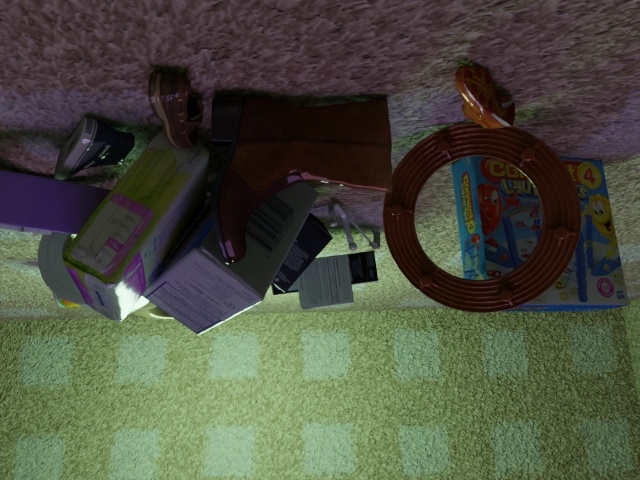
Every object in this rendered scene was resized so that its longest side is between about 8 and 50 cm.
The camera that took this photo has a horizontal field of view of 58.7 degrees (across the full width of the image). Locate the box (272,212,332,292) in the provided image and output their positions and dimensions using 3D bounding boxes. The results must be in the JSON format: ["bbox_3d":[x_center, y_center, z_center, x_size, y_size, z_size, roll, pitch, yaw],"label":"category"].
[{"bbox_3d":[-0.066,0.008,1.245,0.093,0.158,0.156,39,-174,-14],"label":"box"}]

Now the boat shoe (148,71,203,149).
[{"bbox_3d":[-0.205,-0.188,0.855,0.060,0.064,0.178,0,162,1],"label":"boat shoe"}]

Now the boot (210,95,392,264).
[{"bbox_3d":[-0.029,-0.092,0.895,0.280,0.264,0.096,1,180,-7],"label":"boot"}]

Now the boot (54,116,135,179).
[{"bbox_3d":[-0.393,-0.143,0.982,0.086,0.069,0.190,16,156,-35],"label":"boot"}]

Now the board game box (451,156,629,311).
[{"bbox_3d":[0.429,-0.014,1.126,0.308,0.302,0.086,1,164,-16],"label":"board game box"}]

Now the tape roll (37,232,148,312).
[{"bbox_3d":[-0.498,0.041,1.325,0.246,0.246,0.169,-2,164,0],"label":"tape roll"}]

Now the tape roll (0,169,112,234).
[{"bbox_3d":[-0.504,-0.069,1.056,0.275,0.090,0.275,9,180,0],"label":"tape roll"}]

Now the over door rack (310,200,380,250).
[{"bbox_3d":[0.000,0.000,1.497,0.239,0.108,0.324,-8,164,24],"label":"over door rack"}]

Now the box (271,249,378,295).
[{"bbox_3d":[0.007,0.089,1.597,0.290,0.087,0.169,-7,178,-2],"label":"box"}]

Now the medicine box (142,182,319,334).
[{"bbox_3d":[-0.178,0.009,1.103,0.149,0.263,0.289,39,142,-17],"label":"medicine box"}]

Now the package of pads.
[{"bbox_3d":[-0.307,-0.026,0.987,0.101,0.296,0.229,29,154,-1],"label":"package of pads"}]

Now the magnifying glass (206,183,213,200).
[{"bbox_3d":[-0.316,-0.092,1.272,0.231,0.026,0.092,-5,165,13],"label":"magnifying glass"}]

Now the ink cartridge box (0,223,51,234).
[{"bbox_3d":[-0.647,-0.061,1.196,0.150,0.063,0.109,11,-172,-39],"label":"ink cartridge box"}]

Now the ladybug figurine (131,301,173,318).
[{"bbox_3d":[-0.411,0.144,1.839,0.449,0.162,0.305,-6,160,1],"label":"ladybug figurine"}]

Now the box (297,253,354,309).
[{"bbox_3d":[0.008,0.105,1.471,0.137,0.126,0.072,-7,178,-5],"label":"box"}]

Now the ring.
[{"bbox_3d":[0.267,-0.036,0.983,0.336,0.336,0.032,-9,-175,23],"label":"ring"}]

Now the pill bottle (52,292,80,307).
[{"bbox_3d":[-0.745,0.151,1.899,0.245,0.136,0.136,-3,165,4],"label":"pill bottle"}]

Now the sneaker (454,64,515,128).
[{"bbox_3d":[0.236,-0.206,0.855,0.067,0.064,0.175,-1,166,36],"label":"sneaker"}]
